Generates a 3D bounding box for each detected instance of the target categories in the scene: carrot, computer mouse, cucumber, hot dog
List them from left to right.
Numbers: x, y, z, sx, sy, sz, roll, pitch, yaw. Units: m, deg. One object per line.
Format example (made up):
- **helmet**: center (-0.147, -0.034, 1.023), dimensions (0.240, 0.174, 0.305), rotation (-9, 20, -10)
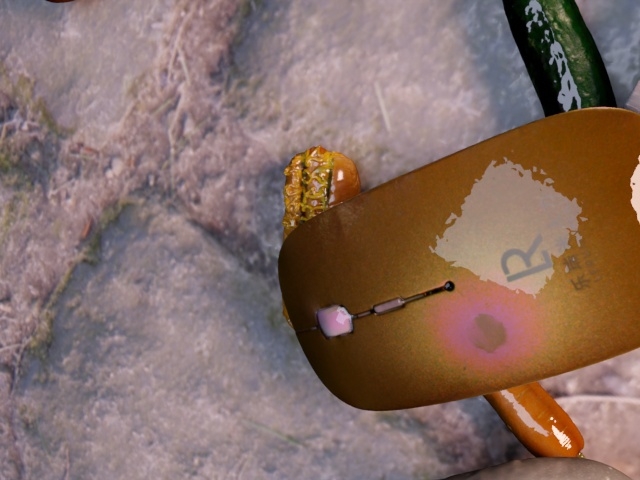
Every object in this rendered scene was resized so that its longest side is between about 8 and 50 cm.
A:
- **hot dog**: center (0.000, 0.000, 0.585), dimensions (0.071, 0.045, 0.165), rotation (6, 100, 29)
- **computer mouse**: center (0.098, 0.024, 0.471), dimensions (0.310, 0.072, 0.158), rotation (-22, 89, 30)
- **carrot**: center (0.115, 0.077, 0.537), dimensions (0.043, 0.043, 0.248), rotation (-47, 72, 23)
- **cucumber**: center (0.183, -0.076, 0.478), dimensions (0.056, 0.056, 0.284), rotation (-17, 90, 28)

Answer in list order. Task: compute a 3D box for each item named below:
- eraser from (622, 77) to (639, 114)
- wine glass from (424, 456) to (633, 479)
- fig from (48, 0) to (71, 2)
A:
- **eraser**: center (0.327, -0.093, 0.388), dimensions (0.227, 0.081, 0.174), rotation (36, 106, 20)
- **wine glass**: center (0.211, 0.200, 0.426), dimensions (0.321, 0.143, 0.143), rotation (-10, 91, 20)
- **fig**: center (-0.237, -0.288, 0.667), dimensions (0.125, 0.089, 0.089), rotation (-16, 88, 0)
